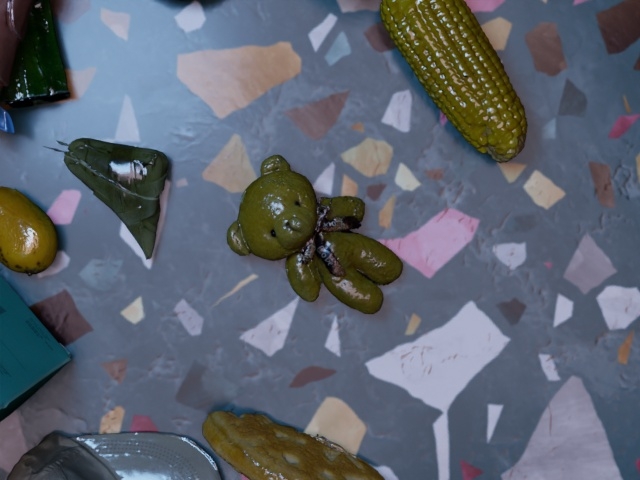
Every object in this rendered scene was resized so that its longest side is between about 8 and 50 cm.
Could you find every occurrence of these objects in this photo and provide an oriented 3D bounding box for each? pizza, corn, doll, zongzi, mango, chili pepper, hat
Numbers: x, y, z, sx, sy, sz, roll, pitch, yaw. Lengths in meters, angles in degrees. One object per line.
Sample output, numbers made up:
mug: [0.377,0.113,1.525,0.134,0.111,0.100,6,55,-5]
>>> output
pizza: [-0.024,0.270,1.535,0.246,0.127,0.058,21,113,-9]
corn: [0.154,-0.205,1.534,0.097,0.097,0.262,-32,94,0]
doll: [0.000,0.000,1.536,0.209,0.097,0.137,30,85,-7]
zongzi: [-0.261,-0.052,1.552,0.154,0.062,0.130,10,103,5]
mango: [-0.352,-0.012,1.546,0.079,0.057,0.114,-35,88,7]
chili pepper: [-0.350,-0.268,1.538,0.088,0.059,0.227,-11,87,-41]
hat: [-0.239,0.324,1.521,0.244,0.149,0.214,-9,92,10]

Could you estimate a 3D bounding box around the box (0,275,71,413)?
box: [-0.410,0.117,1.421,0.118,0.311,0.205,-39,92,9]

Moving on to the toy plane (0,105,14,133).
toy plane: [-0.479,-0.170,1.523,0.254,0.105,0.271,-6,95,14]

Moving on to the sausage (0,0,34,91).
sausage: [-0.338,-0.317,1.484,0.087,0.088,0.433,17,74,-1]
